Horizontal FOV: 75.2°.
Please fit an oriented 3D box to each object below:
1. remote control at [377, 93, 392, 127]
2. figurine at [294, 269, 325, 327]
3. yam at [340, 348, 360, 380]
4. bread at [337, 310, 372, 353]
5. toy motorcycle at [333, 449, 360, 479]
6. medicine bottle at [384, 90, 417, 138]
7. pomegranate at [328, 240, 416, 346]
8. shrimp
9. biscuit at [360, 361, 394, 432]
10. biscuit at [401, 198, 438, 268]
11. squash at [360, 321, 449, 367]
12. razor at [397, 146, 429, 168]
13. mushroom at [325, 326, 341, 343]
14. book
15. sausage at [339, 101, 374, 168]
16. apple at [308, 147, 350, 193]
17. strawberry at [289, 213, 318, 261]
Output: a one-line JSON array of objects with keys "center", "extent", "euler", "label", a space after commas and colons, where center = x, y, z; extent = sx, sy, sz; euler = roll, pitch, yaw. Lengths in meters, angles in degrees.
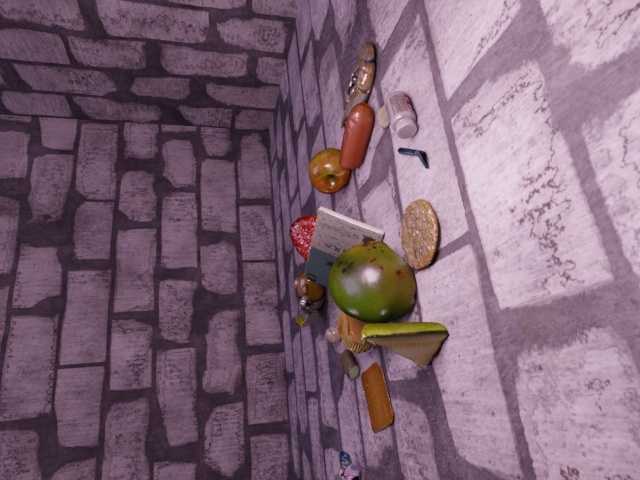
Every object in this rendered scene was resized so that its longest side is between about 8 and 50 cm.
[{"center": [0.234, -0.445, 1.432], "extent": [0.122, 0.032, 0.075], "euler": [134, 134, -69], "label": "remote control"}, {"center": [-0.059, 0.294, 2.248], "extent": [0.342, 0.166, 0.285], "euler": [-118, 28, -66], "label": "figurine"}, {"center": [0.123, 0.532, 1.798], "extent": [0.146, 0.069, 0.070], "euler": [-123, 36, -60], "label": "yam"}, {"center": [0.139, 0.340, 1.621], "extent": [0.114, 0.132, 0.191], "euler": [103, 162, -44], "label": "bread"}, {"center": [0.115, 1.017, 1.795], "extent": [0.239, 0.108, 0.204], "euler": [-37, 56, 40], "label": "toy motorcycle"}, {"center": [0.251, -0.388, 1.288], "extent": [0.079, 0.079, 0.140], "euler": [113, 152, -55], "label": "medicine bottle"}, {"center": [0.147, 0.183, 1.371], "extent": [0.309, 0.215, 0.359], "euler": [17, 110, 58], "label": "pomegranate"}, {"center": [0.146, -0.613, 1.675], "extent": [0.247, 0.085, 0.361], "euler": [-95, 17, -49], "label": "shrimp"}, {"center": [0.213, 0.595, 1.586], "extent": [0.237, 0.013, 0.232], "euler": [113, 152, -53], "label": "biscuit"}, {"center": [0.293, -0.018, 1.244], "extent": [0.220, 0.033, 0.220], "euler": [180, 90, -76], "label": "biscuit"}, {"center": [0.205, 0.282, 1.163], "extent": [0.093, 0.251, 0.170], "euler": [-106, 22, -48], "label": "squash"}, {"center": [0.284, -0.268, 1.280], "extent": [0.066, 0.033, 0.190], "euler": [50, -178, -22], "label": "razor"}, {"center": [0.063, 0.454, 2.006], "extent": [0.083, 0.067, 0.084], "euler": [20, 129, 26], "label": "mushroom"}, {"center": [0.082, 0.062, 1.645], "extent": [0.031, 0.264, 0.380], "euler": [-56, -16, -48], "label": "book"}, {"center": [0.141, -0.408, 1.621], "extent": [0.114, 0.113, 0.259], "euler": [-107, 22, -45], "label": "sausage"}, {"center": [0.040, -0.314, 1.849], "extent": [0.196, 0.195, 0.196], "euler": [179, 90, -74], "label": "apple"}, {"center": [0.000, 0.000, 1.818], "extent": [0.238, 0.288, 0.250], "euler": [-176, 105, -83], "label": "strawberry"}]
